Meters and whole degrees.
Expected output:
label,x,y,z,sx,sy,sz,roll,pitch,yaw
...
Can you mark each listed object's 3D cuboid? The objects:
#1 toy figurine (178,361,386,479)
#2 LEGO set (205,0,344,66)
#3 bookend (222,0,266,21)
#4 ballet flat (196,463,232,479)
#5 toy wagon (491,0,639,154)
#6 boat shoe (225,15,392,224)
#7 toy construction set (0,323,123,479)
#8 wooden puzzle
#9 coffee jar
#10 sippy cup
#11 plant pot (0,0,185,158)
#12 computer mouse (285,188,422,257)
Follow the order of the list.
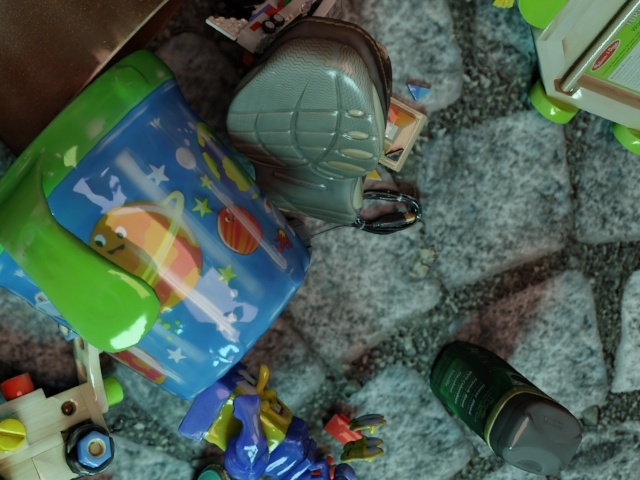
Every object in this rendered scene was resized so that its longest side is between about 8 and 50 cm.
label,x,y,z,sx,sy,sz,roll,pitch,yaw
toy figurine,-0.082,0.210,0.961,0.217,0.362,0.191,39,99,1
LEGO set,-0.012,-0.227,0.883,0.060,0.244,0.182,35,89,4
bookend,-0.070,-0.302,0.913,0.157,0.072,0.156,32,94,-25
ballet flat,-0.117,0.329,1.099,0.070,0.070,0.189,11,103,-23
toy wagon,0.325,-0.227,1.021,0.344,0.068,0.267,16,134,-23
boat shoe,-0.003,-0.120,0.874,0.132,0.355,0.130,15,76,-1
toy construction set,-0.305,0.144,0.933,0.327,0.151,0.215,-22,87,-21
wooden puzzle,0.071,-0.114,1.054,0.078,0.014,0.116,17,99,-24
coffee jar,0.200,0.182,1.095,0.096,0.184,0.079,24,96,-24
sippy cup,-0.137,0.002,0.830,0.224,0.240,0.305,42,48,-7
plant pot,-0.256,-0.216,0.817,0.230,0.215,0.215,42,89,-11
computer mouse,0.000,0.000,1.048,0.242,0.041,0.071,-19,111,-15
